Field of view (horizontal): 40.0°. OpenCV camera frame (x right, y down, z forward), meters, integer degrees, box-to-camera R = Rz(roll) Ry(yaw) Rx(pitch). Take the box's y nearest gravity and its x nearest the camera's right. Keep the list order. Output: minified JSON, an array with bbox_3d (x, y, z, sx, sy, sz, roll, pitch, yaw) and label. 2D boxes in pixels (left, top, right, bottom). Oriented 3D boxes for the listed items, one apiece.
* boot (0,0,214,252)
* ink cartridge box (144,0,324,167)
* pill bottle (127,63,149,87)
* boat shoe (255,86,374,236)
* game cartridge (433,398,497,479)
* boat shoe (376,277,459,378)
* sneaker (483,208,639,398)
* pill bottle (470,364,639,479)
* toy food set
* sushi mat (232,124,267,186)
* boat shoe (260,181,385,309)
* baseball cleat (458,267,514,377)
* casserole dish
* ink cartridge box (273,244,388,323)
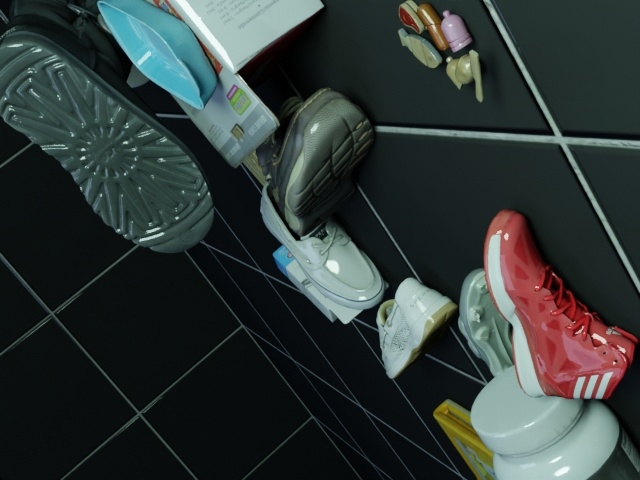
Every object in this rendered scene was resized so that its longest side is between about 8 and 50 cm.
[{"bbox_3d":[-0.292,-0.234,1.257,0.367,0.146,0.445,51,-166,-34],"label":"boot"},{"bbox_3d":[-0.119,-0.246,1.040,0.272,0.130,0.309,52,166,-7],"label":"ink cartridge box"},{"bbox_3d":[-0.378,-0.362,1.595,0.184,0.103,0.103,41,164,31],"label":"pill bottle"},{"bbox_3d":[-0.029,-0.108,1.125,0.130,0.132,0.355,47,165,9],"label":"boat shoe"},{"bbox_3d":[0.358,0.448,1.550,0.323,0.053,0.285,57,164,-25],"label":"game cartridge"},{"bbox_3d":[0.131,0.127,1.330,0.096,0.098,0.277,46,157,15],"label":"boat shoe"},{"bbox_3d":[0.250,0.065,0.883,0.128,0.087,0.221,0,124,39],"label":"sneaker"},{"bbox_3d":[0.306,0.285,1.052,0.278,0.162,0.162,54,166,-16],"label":"pill bottle"},{"bbox_3d":[0.107,-0.174,0.766,0.122,0.019,0.078,49,168,37],"label":"toy food set"},{"bbox_3d":[-0.161,-0.195,1.536,0.316,0.019,0.151,48,165,4],"label":"sushi mat"},{"bbox_3d":[0.000,0.000,1.412,0.267,0.096,0.088,49,165,25],"label":"boat shoe"},{"bbox_3d":[0.198,0.100,1.092,0.109,0.072,0.206,43,162,51],"label":"baseball cleat"},{"bbox_3d":[-0.173,-0.210,0.951,0.188,0.037,0.114,34,160,43],"label":"casserole dish"},{"bbox_3d":[0.019,0.059,1.465,0.180,0.104,0.060,44,165,23],"label":"ink cartridge box"}]
